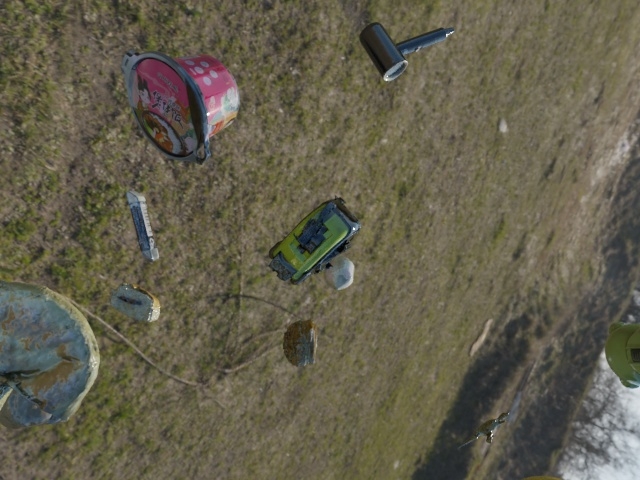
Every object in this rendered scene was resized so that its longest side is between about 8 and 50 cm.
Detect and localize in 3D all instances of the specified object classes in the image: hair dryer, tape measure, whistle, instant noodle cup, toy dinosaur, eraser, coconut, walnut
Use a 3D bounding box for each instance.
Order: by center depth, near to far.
[{"bbox_3d":[-0.243,-0.020,0.655,0.027,0.019,0.100,-61,139,-83],"label":"eraser"},{"bbox_3d":[0.616,0.202,0.859,0.288,0.106,0.131,105,-18,-74],"label":"whistle"},{"bbox_3d":[0.000,0.000,1.022,0.186,0.112,0.199,-47,173,19],"label":"tape measure"},{"bbox_3d":[-0.317,-0.348,1.176,0.181,0.258,0.303,-41,105,-43],"label":"instant noodle cup"},{"bbox_3d":[0.224,-0.498,1.188,0.255,0.128,0.070,-28,170,-21],"label":"hair dryer"},{"bbox_3d":[-0.832,0.435,1.421,0.248,0.248,0.249,-38,141,-40],"label":"walnut"},{"bbox_3d":[0.511,0.594,1.503,0.126,0.039,0.162,-28,167,-42],"label":"toy dinosaur"},{"bbox_3d":[0.062,0.122,1.671,0.110,0.110,0.125,78,22,-47],"label":"coconut"}]

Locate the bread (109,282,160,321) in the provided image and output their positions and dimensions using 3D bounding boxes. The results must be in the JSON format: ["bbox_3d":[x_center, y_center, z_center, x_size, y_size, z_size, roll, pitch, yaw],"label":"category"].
[{"bbox_3d":[-0.489,0.164,1.278,0.106,0.125,0.082,148,-35,-85],"label":"bread"}]

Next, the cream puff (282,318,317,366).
[{"bbox_3d":[-0.069,0.341,1.593,0.165,0.115,0.150,-77,171,-72],"label":"cream puff"}]

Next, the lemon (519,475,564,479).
[{"bbox_3d":[0.490,0.634,1.019,0.253,0.228,0.229,0,111,-53],"label":"lemon"}]

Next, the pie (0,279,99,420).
[{"bbox_3d":[-0.634,0.234,0.999,0.338,0.337,0.075,-64,-177,-4],"label":"pie"}]
